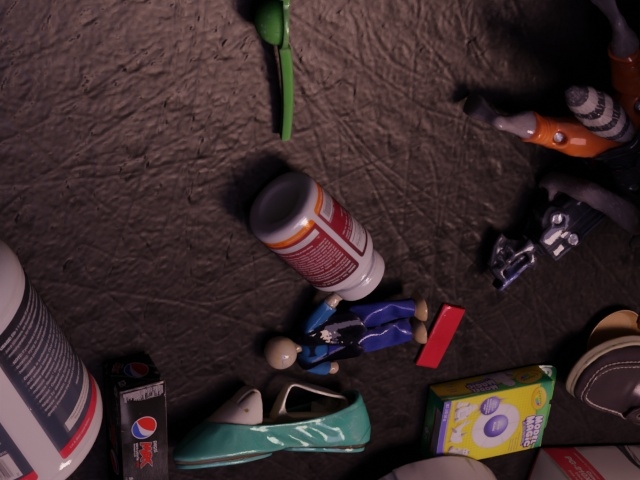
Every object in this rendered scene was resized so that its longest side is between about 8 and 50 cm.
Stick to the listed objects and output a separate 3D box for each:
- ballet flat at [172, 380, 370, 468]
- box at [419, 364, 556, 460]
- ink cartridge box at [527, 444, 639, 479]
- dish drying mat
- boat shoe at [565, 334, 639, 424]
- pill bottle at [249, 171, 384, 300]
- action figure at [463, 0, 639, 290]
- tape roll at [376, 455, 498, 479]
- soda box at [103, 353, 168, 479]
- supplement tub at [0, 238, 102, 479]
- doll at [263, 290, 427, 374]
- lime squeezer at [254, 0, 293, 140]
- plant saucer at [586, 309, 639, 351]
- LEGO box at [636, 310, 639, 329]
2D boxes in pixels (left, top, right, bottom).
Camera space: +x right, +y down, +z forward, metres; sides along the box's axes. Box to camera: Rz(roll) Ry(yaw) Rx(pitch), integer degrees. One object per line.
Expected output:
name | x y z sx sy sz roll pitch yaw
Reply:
ballet flat | -0.056 0.202 1.890 0.247 0.083 0.087 -3 95 -28
box | 0.214 0.215 2.061 0.179 0.043 0.105 -10 123 -26
ink cartridge box | 0.379 0.365 2.205 0.237 0.100 0.172 3 117 -30
dish drying mat | 0.141 0.113 1.981 0.032 0.008 0.083 12 112 -33
boat shoe | 0.430 0.191 2.119 0.285 0.092 0.102 13 116 -41
pill bottle | 0.000 0.000 1.783 0.086 0.086 0.152 -46 129 2
action figure | 0.310 -0.072 1.862 0.341 0.178 0.330 -48 120 3
tape roll | 0.143 0.403 2.029 0.246 0.169 0.246 -15 134 -16
soda box | -0.199 0.210 1.815 0.053 0.060 0.168 -12 124 -22
supplement tub | -0.342 0.109 1.590 0.191 0.191 0.272 -32 129 -9
doll | 0.026 0.103 1.885 0.189 0.046 0.129 -14 133 -14
lime squeezer | -0.072 -0.217 1.631 0.110 0.059 0.310 -43 130 0
plant saucer | 0.365 0.120 2.105 0.083 0.015 0.083 -15 124 -22
LEGO box | 0.597 -0.099 1.828 0.500 0.193 0.372 -37 151 -33
